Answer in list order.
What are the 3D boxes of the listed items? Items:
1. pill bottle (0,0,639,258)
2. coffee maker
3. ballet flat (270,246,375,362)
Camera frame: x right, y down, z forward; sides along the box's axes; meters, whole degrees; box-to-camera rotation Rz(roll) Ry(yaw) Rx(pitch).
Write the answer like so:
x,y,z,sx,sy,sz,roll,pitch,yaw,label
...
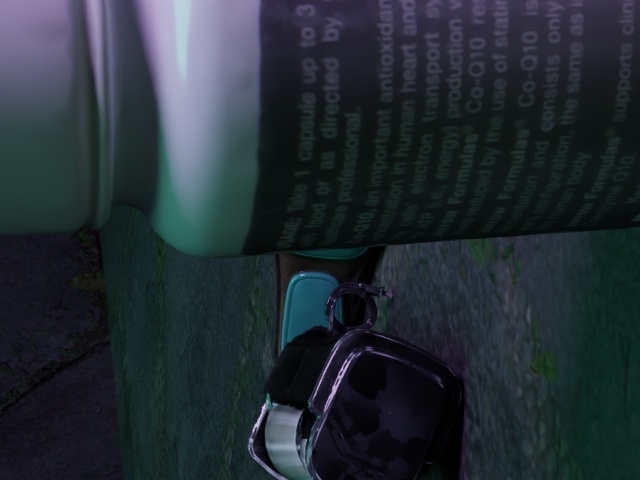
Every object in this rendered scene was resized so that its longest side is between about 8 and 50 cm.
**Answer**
x,y,z,sx,sy,sz,roll,pitch,yaw,label
0.021,-0.098,0.672,0.204,0.361,0.204,176,90,-77,pill bottle
0.023,0.110,1.145,0.178,0.120,0.171,161,110,-74,coffee maker
0.000,0.000,1.304,0.096,0.095,0.280,-88,9,-50,ballet flat
